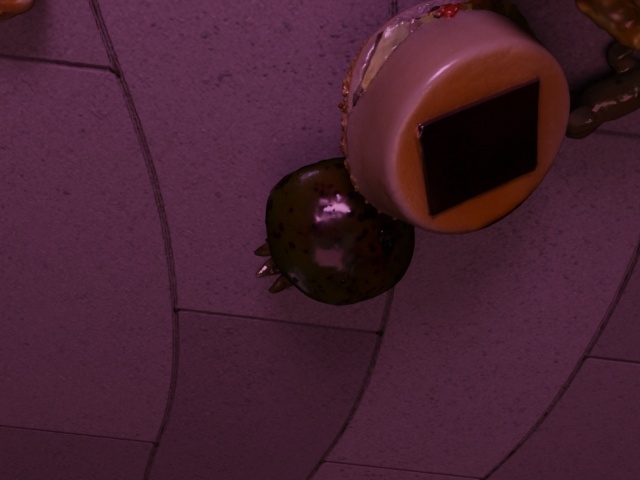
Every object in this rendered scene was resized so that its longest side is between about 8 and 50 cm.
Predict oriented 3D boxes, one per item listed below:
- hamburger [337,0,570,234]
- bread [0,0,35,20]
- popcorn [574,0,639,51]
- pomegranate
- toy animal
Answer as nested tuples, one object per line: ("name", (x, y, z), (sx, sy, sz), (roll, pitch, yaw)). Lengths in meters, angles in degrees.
("hamburger", (0.163, -0.151, 0.844), (0.302, 0.170, 0.302), (-13, 126, -19))
("bread", (-0.411, -0.352, 0.806), (0.119, 0.084, 0.177), (-9, 132, 14))
("popcorn", (0.300, -0.331, 0.643), (0.326, 0.290, 0.321), (6, 133, -27))
("pomegranate", (-0.006, -0.008, 1.013), (0.286, 0.230, 0.231), (-11, 131, 29))
("toy animal", (0.400, -0.194, 0.894), (0.219, 0.103, 0.101), (-25, 145, 22))
